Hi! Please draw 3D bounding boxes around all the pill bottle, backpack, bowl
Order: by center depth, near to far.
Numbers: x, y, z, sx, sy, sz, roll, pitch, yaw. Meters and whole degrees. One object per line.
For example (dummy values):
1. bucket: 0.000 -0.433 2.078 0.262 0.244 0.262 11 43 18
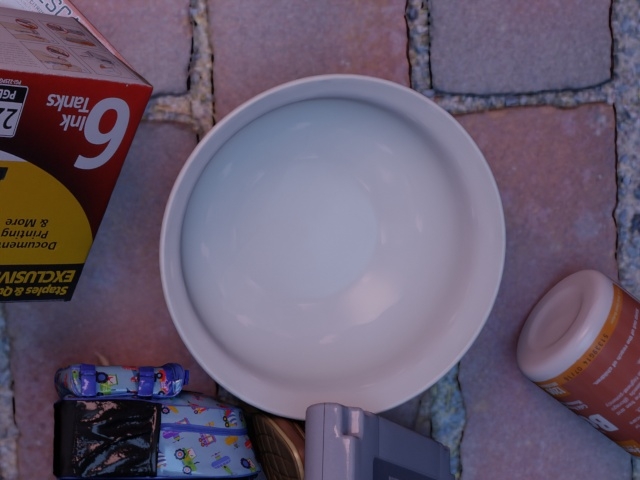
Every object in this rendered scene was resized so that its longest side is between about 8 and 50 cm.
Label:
1. backpack: -0.139 0.165 1.253 0.173 0.158 0.116 1 82 -13
2. bowl: 0.000 0.000 1.273 0.298 0.134 0.297 -2 99 -13
3. pill bottle: 0.299 0.133 1.372 0.216 0.121 0.121 36 89 -16

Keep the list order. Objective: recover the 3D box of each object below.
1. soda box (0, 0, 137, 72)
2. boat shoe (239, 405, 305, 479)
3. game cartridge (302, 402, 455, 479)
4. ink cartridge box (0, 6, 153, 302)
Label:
1. soda box: -0.236 -0.182 1.226 0.063 0.058 0.183 -45 105 -3
2. boat shoe: -0.027 0.173 1.272 0.060 0.178 0.064 -12 98 -15
3. game cartridge: 0.053 0.255 1.237 0.062 0.297 0.198 0 75 21
4. ink cartridge box: -0.319 -0.038 1.089 0.309 0.130 0.272 0 122 -46
